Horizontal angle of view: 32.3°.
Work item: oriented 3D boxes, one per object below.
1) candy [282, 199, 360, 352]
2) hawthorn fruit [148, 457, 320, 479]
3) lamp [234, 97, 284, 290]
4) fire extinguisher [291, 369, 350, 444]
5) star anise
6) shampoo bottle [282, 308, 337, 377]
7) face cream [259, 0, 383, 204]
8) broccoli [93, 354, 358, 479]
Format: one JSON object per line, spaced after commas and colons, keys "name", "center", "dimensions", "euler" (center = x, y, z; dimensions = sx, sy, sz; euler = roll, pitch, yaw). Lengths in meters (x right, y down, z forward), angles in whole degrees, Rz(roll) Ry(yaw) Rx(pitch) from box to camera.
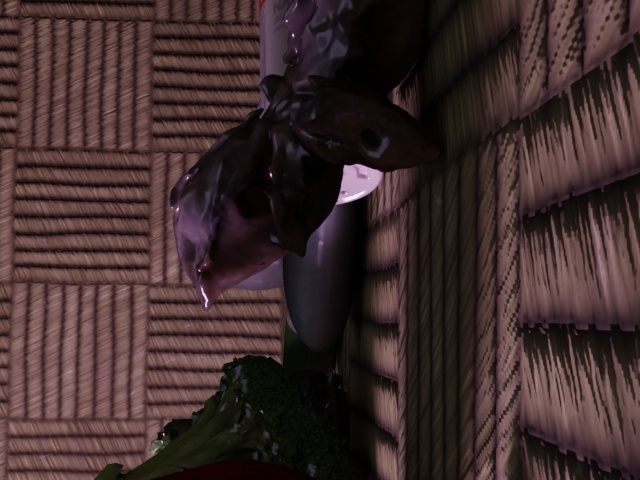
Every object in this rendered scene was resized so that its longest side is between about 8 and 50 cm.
{"name": "candy", "center": [0.000, 0.000, 1.035], "dimensions": [0.138, 0.071, 0.174], "euler": [-99, 10, -62]}
{"name": "hawthorn fruit", "center": [-0.039, 0.227, 0.635], "dimensions": [0.271, 0.242, 0.242], "euler": [-43, 35, 36]}
{"name": "lamp", "center": [-0.048, -0.073, 1.430], "dimensions": [0.314, 0.182, 0.182], "euler": [-52, 20, 22]}
{"name": "fire extinguisher", "center": [-0.025, 0.195, 1.180], "dimensions": [0.252, 0.075, 0.106], "euler": [-23, 64, 57]}
{"name": "star anise", "center": [-0.007, -0.085, 0.713], "dimensions": [0.257, 0.110, 0.198], "euler": [-38, 37, 51]}
{"name": "shampoo bottle", "center": [-0.010, 0.120, 1.239], "dimensions": [0.204, 0.065, 0.065], "euler": [96, 174, -47]}
{"name": "face cream", "center": [-0.002, -0.202, 0.931], "dimensions": [0.102, 0.102, 0.346], "euler": [99, 169, -63]}
{"name": "broccoli", "center": [-0.089, 0.254, 0.985], "dimensions": [0.308, 0.275, 0.308], "euler": [-40, 42, 49]}
